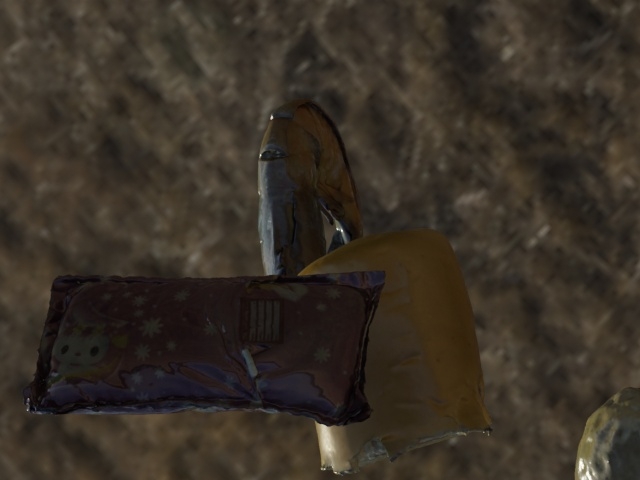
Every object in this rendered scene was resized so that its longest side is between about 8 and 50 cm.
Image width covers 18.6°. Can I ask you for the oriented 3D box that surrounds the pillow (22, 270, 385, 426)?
[{"bbox_3d":[-0.058,0.057,1.027,0.185,0.118,0.043,0,129,2],"label":"pillow"}]

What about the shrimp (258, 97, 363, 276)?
[{"bbox_3d":[-0.007,0.001,2.004,0.075,0.178,0.289,-17,68,29],"label":"shrimp"}]

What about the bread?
[{"bbox_3d":[0.045,0.077,1.394,0.134,0.085,0.173,-20,74,15],"label":"bread"}]

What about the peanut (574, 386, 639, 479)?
[{"bbox_3d":[0.213,0.186,1.352,0.090,0.098,0.214,6,134,-1],"label":"peanut"}]
